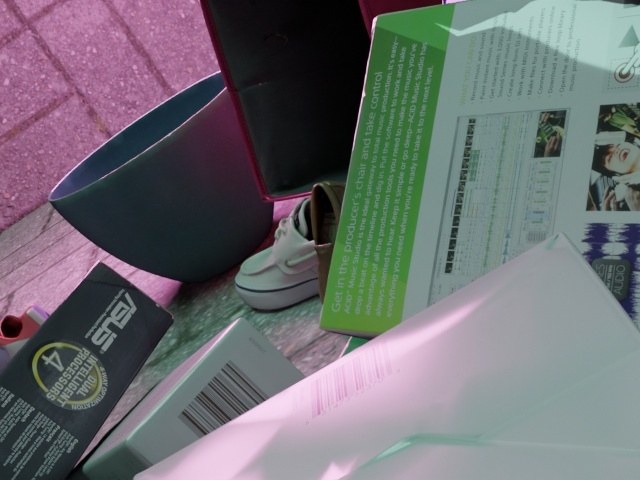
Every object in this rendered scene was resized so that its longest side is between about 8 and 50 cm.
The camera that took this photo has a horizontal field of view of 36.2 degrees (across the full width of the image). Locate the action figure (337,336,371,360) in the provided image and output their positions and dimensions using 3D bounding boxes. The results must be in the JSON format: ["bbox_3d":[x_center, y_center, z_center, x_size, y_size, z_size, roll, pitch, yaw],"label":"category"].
[{"bbox_3d":[0.033,0.117,0.678,0.137,0.063,0.232,-8,31,50],"label":"action figure"}]

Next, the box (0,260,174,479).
[{"bbox_3d":[-0.294,0.228,0.754,0.318,0.097,0.395,-49,7,32],"label":"box"}]

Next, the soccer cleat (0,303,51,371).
[{"bbox_3d":[-0.422,0.144,1.330,0.248,0.095,0.083,-16,25,42],"label":"soccer cleat"}]

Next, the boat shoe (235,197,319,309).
[{"bbox_3d":[0.000,0.000,0.985,0.267,0.088,0.096,-14,27,45],"label":"boat shoe"}]

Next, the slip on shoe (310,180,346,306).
[{"bbox_3d":[0.013,0.012,0.886,0.051,0.135,0.041,-7,-12,39],"label":"slip on shoe"}]

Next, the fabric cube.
[{"bbox_3d":[0.069,-0.205,1.003,0.258,0.259,0.254,-21,8,-33],"label":"fabric cube"}]

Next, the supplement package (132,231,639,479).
[{"bbox_3d":[0.050,0.150,0.432,0.262,0.145,0.204,-30,19,9],"label":"supplement package"}]

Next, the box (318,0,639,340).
[{"bbox_3d":[0.152,-0.042,0.591,0.322,0.058,0.232,3,77,41],"label":"box"}]

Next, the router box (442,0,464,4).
[{"bbox_3d":[0.280,-0.190,0.628,0.301,0.082,0.335,5,-4,-15],"label":"router box"}]

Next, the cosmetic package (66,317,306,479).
[{"bbox_3d":[-0.100,0.147,0.700,0.117,0.085,0.231,-46,2,-30],"label":"cosmetic package"}]

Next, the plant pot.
[{"bbox_3d":[-0.170,-0.062,1.257,0.290,0.195,0.290,-30,19,12],"label":"plant pot"}]
